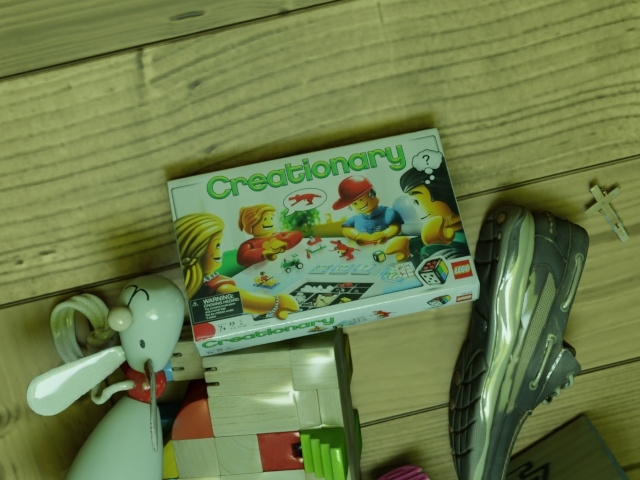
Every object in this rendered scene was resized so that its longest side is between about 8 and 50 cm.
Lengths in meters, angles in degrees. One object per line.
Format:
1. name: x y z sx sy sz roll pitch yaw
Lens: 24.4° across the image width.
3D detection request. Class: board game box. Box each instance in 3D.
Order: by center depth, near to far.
1. board game box: 0.000 0.000 1.586 0.305 0.053 0.193 -12 65 -3

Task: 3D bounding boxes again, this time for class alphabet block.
1. alphabet block: 0.295 0.358 1.731 0.197 0.193 0.192 -34 108 5

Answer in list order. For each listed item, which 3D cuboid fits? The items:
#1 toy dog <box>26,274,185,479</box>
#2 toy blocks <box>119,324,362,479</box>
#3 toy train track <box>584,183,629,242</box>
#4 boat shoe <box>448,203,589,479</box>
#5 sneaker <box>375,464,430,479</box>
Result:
1. toy dog: -0.234 0.212 1.553 0.220 0.161 0.333 -7 92 35
2. toy blocks: -0.092 0.241 1.672 0.261 0.191 0.381 -5 109 7
3. toy train track: 0.329 -0.032 1.695 0.048 0.014 0.083 -37 115 -1
4. boat shoe: 0.232 0.137 1.680 0.130 0.132 0.355 6 109 -8
5. sneaker: 0.135 0.381 1.687 0.103 0.252 0.111 -24 136 11
